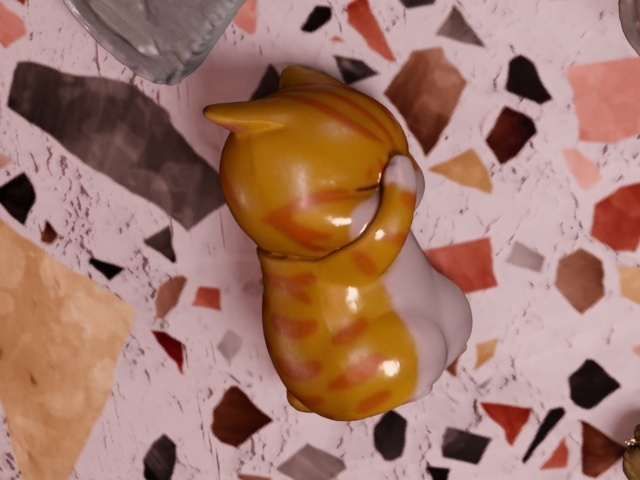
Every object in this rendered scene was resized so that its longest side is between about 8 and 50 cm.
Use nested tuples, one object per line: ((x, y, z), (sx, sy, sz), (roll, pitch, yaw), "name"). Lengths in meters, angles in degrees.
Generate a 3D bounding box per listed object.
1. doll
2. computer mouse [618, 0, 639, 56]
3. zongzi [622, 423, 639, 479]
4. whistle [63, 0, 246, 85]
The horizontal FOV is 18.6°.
((0.018, 0.008, 1.478), (0.162, 0.166, 0.270), (-4, 105, 21), "doll")
((0.384, -0.202, 1.279), (0.389, 0.115, 0.199), (-16, 96, 11), "computer mouse")
((0.326, 0.140, 1.461), (0.160, 0.078, 0.176), (30, 93, 22), "zongzi")
((-0.076, -0.263, 1.390), (0.168, 0.188, 0.405), (42, 120, 2), "whistle")
